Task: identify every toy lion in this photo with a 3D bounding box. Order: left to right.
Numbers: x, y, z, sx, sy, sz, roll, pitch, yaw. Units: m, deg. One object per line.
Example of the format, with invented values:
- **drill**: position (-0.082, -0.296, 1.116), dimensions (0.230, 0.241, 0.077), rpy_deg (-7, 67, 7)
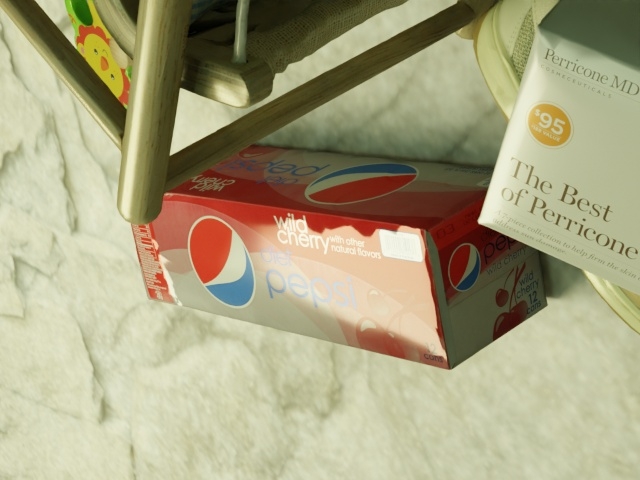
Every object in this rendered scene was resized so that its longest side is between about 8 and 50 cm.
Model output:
- **toy lion**: position (-0.150, -0.140, 0.922), dimensions (0.100, 0.034, 0.096), rpy_deg (59, 149, 4)

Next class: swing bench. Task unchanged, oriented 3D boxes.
- **swing bench**: position (0.002, -0.178, 0.535), dimensions (0.165, 0.253, 0.254), rpy_deg (48, 141, 9)

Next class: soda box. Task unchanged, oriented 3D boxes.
- **soda box**: position (0.000, 0.000, 0.781), dimensions (0.263, 0.092, 0.083), rpy_deg (10, 119, 45)

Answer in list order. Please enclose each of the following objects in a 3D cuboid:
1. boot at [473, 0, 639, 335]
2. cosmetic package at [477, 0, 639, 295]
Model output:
- **boot**: position (0.169, -0.053, 0.568), dimensions (0.213, 0.077, 0.165), rpy_deg (60, 146, 9)
- **cosmetic package**: position (0.186, -0.007, 0.494), dimensions (0.239, 0.060, 0.099), rpy_deg (25, 130, 16)
